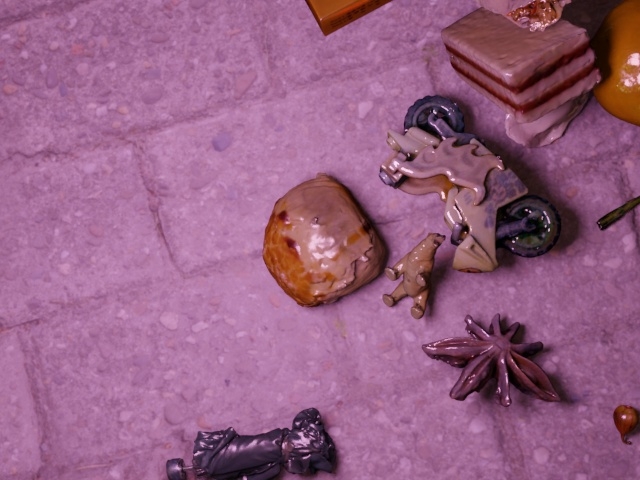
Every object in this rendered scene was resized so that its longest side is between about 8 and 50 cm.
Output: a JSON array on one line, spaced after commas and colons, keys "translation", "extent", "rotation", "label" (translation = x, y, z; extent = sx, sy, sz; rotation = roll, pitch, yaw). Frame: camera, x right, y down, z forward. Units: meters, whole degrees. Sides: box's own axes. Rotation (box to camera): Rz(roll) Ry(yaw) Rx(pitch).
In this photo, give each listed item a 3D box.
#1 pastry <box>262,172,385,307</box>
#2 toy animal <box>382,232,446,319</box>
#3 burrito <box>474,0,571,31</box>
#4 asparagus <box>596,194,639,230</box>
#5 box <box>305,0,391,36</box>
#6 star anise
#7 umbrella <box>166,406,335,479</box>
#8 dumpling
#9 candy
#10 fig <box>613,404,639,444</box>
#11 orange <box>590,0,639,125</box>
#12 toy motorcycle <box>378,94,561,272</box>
[{"translation": [-0.009, -0.002, 1.891], "extent": [0.236, 0.170, 0.256], "rotation": [-33, 78, -2], "label": "pastry"}, {"translation": [0.196, 0.067, 1.859], "extent": [0.103, 0.219, 0.101], "rotation": [36, 63, 24], "label": "toy animal"}, {"translation": [0.369, -0.493, 1.825], "extent": [0.117, 0.392, 0.076], "rotation": [-33, 122, 5], "label": "burrito"}, {"translation": [0.672, -0.094, 1.915], "extent": [0.233, 0.023, 0.022], "rotation": [-34, 127, 1], "label": "asparagus"}, {"translation": [0.128, -0.651, 1.965], "extent": [0.415, 0.116, 0.264], "rotation": [-29, 82, 2], "label": "box"}, {"translation": [0.338, 0.247, 1.866], "extent": [0.257, 0.111, 0.198], "rotation": [-5, 59, -11], "label": "star anise"}, {"translation": [-0.145, 0.438, 1.898], "extent": [0.348, 0.094, 0.143], "rotation": [-13, 90, 6], "label": "umbrella"}, {"translation": [0.472, -0.279, 1.907], "extent": [0.229, 0.124, 0.151], "rotation": [-43, 121, -8], "label": "dumpling"}, {"translation": [0.388, -0.364, 1.825], "extent": [0.179, 0.321, 0.135], "rotation": [-31, 123, -3], "label": "candy"}, {"translation": [0.617, 0.374, 1.866], "extent": [0.050, 0.050, 0.083], "rotation": [-3, 104, 5], "label": "fig"}, {"translation": [0.655, -0.350, 1.824], "extent": [0.235, 0.279, 0.279], "rotation": [-25, 82, 35], "label": "orange"}, {"translation": [0.287, -0.100, 1.880], "extent": [0.237, 0.169, 0.410], "rotation": [-39, 77, -6], "label": "toy motorcycle"}]
